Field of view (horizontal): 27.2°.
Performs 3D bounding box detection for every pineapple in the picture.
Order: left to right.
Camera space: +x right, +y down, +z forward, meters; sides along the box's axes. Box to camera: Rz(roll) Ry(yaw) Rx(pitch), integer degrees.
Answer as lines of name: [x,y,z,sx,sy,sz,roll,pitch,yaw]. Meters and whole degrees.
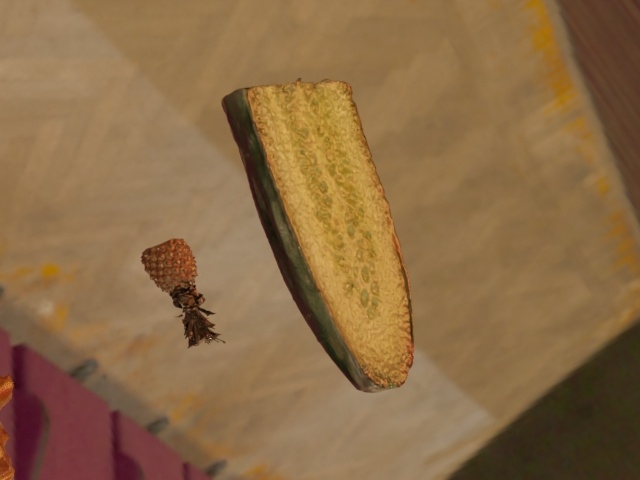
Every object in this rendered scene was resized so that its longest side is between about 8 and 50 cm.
pineapple: [-0.145,0.060,1.404,0.058,0.124,0.058,-22,178,-1]

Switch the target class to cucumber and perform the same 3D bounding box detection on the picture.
cucumber: [0.000,0.000,0.976,0.063,0.243,0.115,-14,-174,44]

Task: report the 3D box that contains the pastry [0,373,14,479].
pastry: [-0.356,0.102,0.655,0.405,0.292,0.337,-11,-168,-13]
